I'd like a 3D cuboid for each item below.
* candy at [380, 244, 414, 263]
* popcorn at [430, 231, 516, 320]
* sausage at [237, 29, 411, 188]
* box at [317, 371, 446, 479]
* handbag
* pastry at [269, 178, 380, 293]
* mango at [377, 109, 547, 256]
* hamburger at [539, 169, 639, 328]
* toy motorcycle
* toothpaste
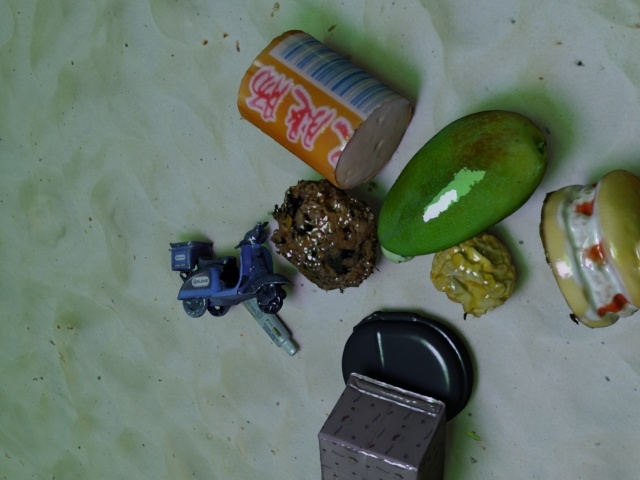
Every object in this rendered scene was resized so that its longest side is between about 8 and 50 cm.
[{"bbox_3d":[0.222,-0.099,1.806,0.093,0.092,0.335,31,110,10],"label":"candy"},{"bbox_3d":[0.303,0.067,1.749,0.180,0.180,0.170,28,78,26],"label":"popcorn"},{"bbox_3d":[0.008,-0.269,1.807,0.287,0.233,0.233,38,121,20],"label":"sausage"},{"bbox_3d":[0.133,0.469,1.854,0.225,0.190,0.297,14,134,22],"label":"box"},{"bbox_3d":[0.182,0.280,1.913,0.308,0.093,0.253,-1,103,35],"label":"handbag"},{"bbox_3d":[0.000,0.000,1.871,0.275,0.193,0.274,24,146,18],"label":"pastry"},{"bbox_3d":[0.257,-0.102,1.672,0.382,0.201,0.225,-37,42,26],"label":"mango"},{"bbox_3d":[0.524,0.029,1.519,0.186,0.261,0.302,-15,111,33],"label":"hamburger"},{"bbox_3d":[-0.216,0.075,2.106,0.359,0.125,0.212,-6,83,38],"label":"toy motorcycle"},{"bbox_3d":[-0.140,0.180,2.148,0.255,0.037,0.067,49,122,20],"label":"toothpaste"}]
